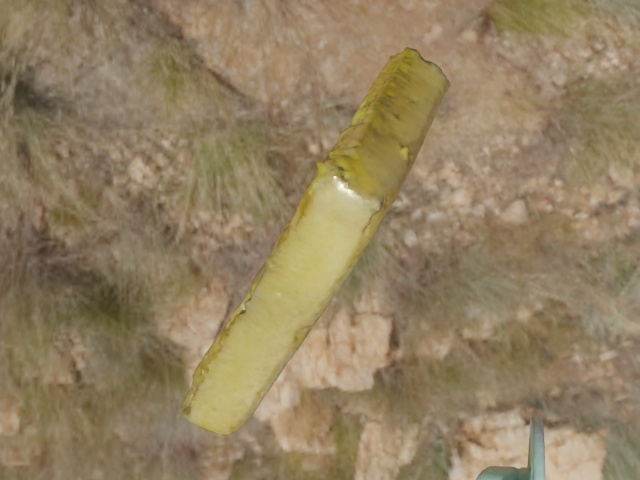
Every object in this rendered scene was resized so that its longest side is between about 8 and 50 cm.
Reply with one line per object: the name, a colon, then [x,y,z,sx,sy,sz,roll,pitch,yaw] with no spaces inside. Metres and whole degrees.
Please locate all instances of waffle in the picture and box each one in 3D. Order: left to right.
waffle: [0.000,0.000,0.717,0.055,0.221,0.248,31,125,-1]

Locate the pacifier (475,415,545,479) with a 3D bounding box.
pacifier: [0.328,0.396,1.282,0.269,0.288,0.343,1,141,13]
